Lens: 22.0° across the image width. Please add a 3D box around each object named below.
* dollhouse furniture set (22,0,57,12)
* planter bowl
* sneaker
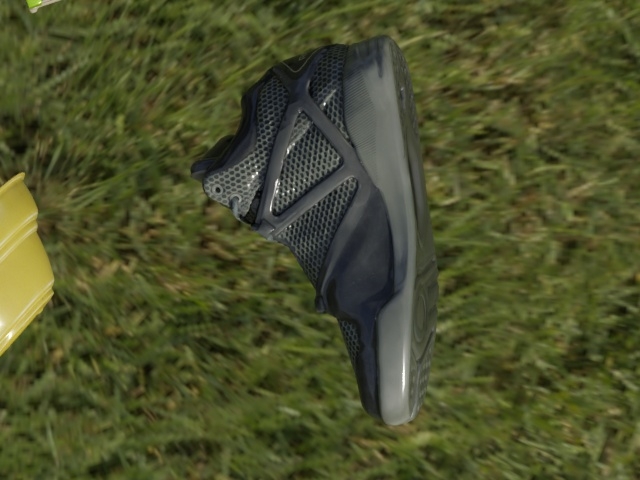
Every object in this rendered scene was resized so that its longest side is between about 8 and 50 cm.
[{"bbox_3d":[-0.240,-0.248,1.494,0.076,0.152,0.058,-20,98,-8],"label":"dollhouse furniture set"},{"bbox_3d":[-0.289,0.052,1.384,0.090,0.217,0.217,41,84,-4],"label":"planter bowl"},{"bbox_3d":[0.000,0.000,0.982,0.130,0.087,0.227,-8,96,16],"label":"sneaker"}]
